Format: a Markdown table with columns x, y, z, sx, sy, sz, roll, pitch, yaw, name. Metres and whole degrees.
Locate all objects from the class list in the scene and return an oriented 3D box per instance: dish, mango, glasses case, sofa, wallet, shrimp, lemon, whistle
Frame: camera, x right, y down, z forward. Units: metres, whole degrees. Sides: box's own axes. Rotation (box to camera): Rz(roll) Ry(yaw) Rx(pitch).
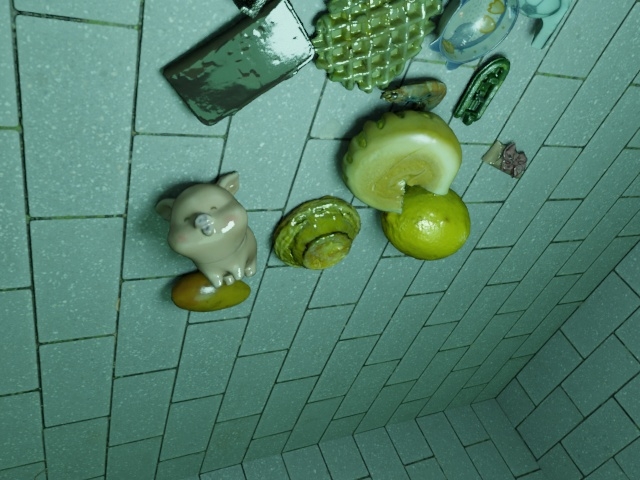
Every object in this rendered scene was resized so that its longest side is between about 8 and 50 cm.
| x | y | z | sx | sy | sz | roll | pitch | yaw | name |
| --- | --- | --- | --- | --- | --- | --- | --- | --- | --- |
| 0.352 | -0.535 | 1.292 | 0.236 | 0.086 | 0.228 | -40 | 147 | 27 | dish |
| -0.325 | 0.155 | 1.651 | 0.253 | 0.113 | 0.138 | 2 | 135 | -34 | mango |
| 0.629 | -0.263 | 1.785 | 0.193 | 0.070 | 0.102 | 14 | 124 | -41 | glasses case |
| -0.122 | -0.506 | 1.075 | 0.039 | 0.060 | 0.118 | 15 | 125 | -46 | sofa |
| -0.168 | -0.384 | 1.179 | 0.309 | 0.042 | 0.165 | -31 | 133 | 8 | wallet |
| 0.234 | -0.362 | 1.431 | 0.251 | 0.052 | 0.143 | -7 | 150 | -37 | shrimp |
| 0.326 | -0.061 | 1.689 | 0.284 | 0.260 | 0.260 | 28 | 120 | -14 | lemon |
| 0.523 | -0.593 | 1.309 | 0.163 | 0.163 | 0.290 | -26 | 168 | -3 | whistle |

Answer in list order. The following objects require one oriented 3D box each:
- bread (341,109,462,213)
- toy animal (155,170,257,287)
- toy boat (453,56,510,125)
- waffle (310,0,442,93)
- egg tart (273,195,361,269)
| x | y | z | sx | sy | sz | roll | pitch | yaw | name |
| --- | --- | --- | --- | --- | --- | --- | --- | --- | --- |
| 0.213 | -0.224 | 1.479 | 0.333 | 0.160 | 0.333 | 3 | 141 | 2 | bread |
| -0.270 | -0.014 | 1.424 | 0.237 | 0.269 | 0.326 | -25 | 174 | -3 | toy animal |
| 0.453 | -0.418 | 1.521 | 0.104 | 0.052 | 0.210 | 4 | 133 | -30 | toy boat |
| 0.131 | -0.483 | 1.255 | 0.292 | 0.056 | 0.309 | 19 | 121 | -42 | waffle |
| 0.000 | 0.000 | 1.664 | 0.294 | 0.123 | 0.294 | -15 | 140 | -13 | egg tart |
